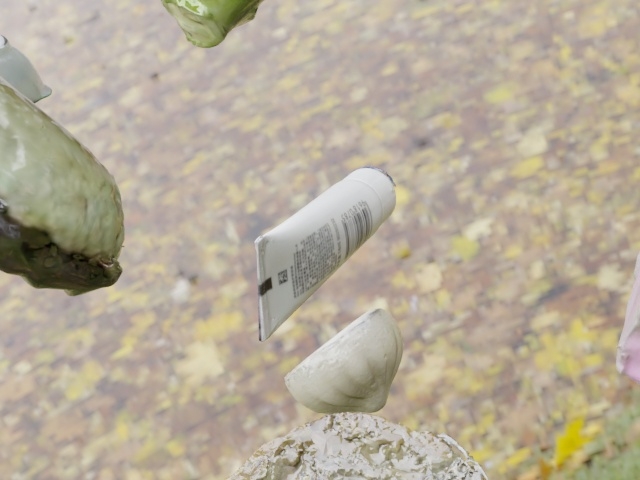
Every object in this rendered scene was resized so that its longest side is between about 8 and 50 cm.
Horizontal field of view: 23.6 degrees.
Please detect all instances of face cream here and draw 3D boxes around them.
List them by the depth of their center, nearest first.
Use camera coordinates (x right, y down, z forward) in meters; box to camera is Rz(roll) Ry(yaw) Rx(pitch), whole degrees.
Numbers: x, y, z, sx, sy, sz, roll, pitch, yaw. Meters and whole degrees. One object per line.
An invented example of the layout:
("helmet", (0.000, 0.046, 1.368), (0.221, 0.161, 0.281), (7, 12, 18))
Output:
("face cream", (0.000, 0.000, 1.362), (0.058, 0.092, 0.243), (6, 24, 24))

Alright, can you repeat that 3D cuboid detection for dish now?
("dish", (-0.489, -0.236, 2.076), (0.246, 0.078, 0.224), (0, 25, -7))

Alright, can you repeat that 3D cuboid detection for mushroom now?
("mushroom", (-0.302, -0.094, 1.347), (0.344, 0.247, 0.130), (41, 102, 33))

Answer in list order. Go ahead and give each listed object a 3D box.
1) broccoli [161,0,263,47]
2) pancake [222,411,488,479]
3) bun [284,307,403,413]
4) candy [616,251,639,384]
("broccoli", (0.024, -0.376, 1.550), (0.397, 0.353, 0.275), (-15, 37, -28))
("pancake", (0.025, 0.252, 1.142), (0.282, 0.049, 0.282), (2, 50, -2))
("bun", (0.036, 0.143, 1.638), (0.138, 0.094, 0.138), (-35, -7, -5))
("candy", (0.376, 0.013, 1.495), (0.115, 0.155, 0.265), (20, 49, 4))
